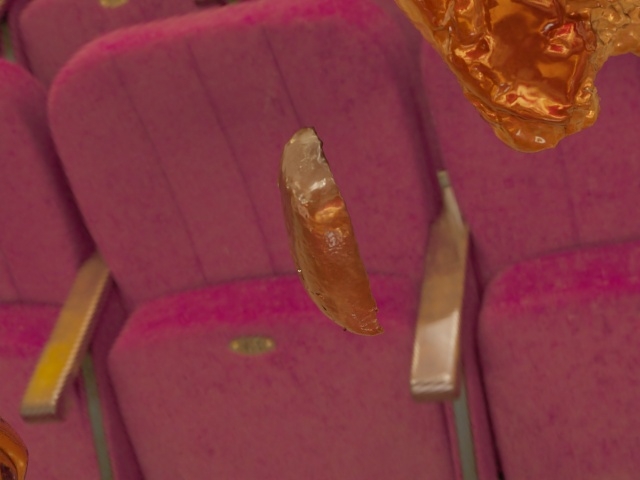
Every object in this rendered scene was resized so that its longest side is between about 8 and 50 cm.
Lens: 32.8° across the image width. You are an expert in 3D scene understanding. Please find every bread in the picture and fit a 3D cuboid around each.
[{"bbox_3d":[0.077,-0.223,0.564,0.149,0.344,0.195,-29,25,25],"label":"bread"}]

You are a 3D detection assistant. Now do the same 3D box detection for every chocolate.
[{"bbox_3d":[0.000,0.000,0.516,0.031,0.101,0.064,-19,43,-1],"label":"chocolate"}]

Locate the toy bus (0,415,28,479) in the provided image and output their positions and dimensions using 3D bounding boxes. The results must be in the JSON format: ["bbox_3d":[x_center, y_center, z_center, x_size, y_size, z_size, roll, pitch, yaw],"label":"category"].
[{"bbox_3d":[-0.173,0.024,0.355,0.088,0.194,0.083,-58,18,-12],"label":"toy bus"}]
